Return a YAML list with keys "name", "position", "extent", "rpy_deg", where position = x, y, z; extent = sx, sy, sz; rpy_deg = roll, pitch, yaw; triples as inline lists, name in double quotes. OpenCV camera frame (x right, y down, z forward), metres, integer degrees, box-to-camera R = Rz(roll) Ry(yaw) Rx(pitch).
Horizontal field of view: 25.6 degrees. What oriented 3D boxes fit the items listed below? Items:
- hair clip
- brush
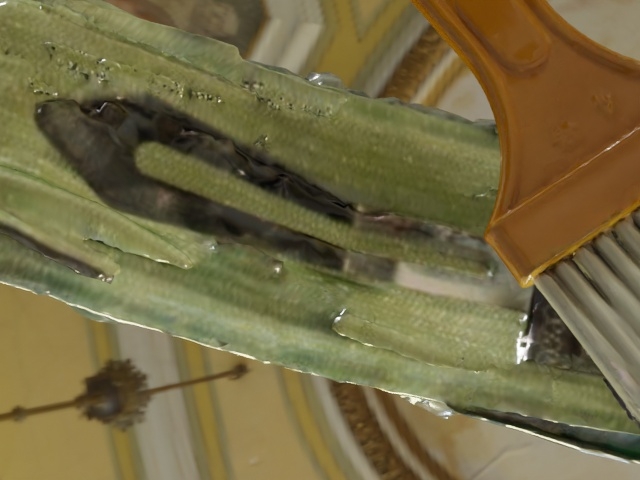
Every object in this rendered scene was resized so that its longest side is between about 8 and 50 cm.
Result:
- name: "hair clip"
  position: [0.000, 0.001, 0.551]
  extent: [0.321, 0.091, 0.138]
  rpy_deg: [17, -121, -6]
- name: "brush"
  position: [0.048, -0.080, 0.445]
  extent: [0.090, 0.017, 0.314]
  rpy_deg: [-33, -114, -5]
